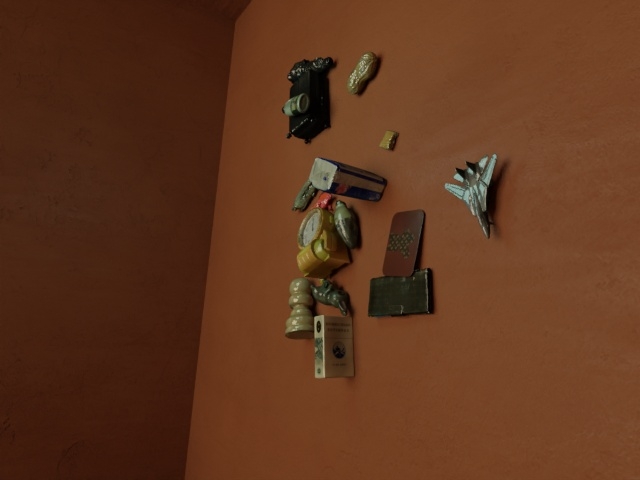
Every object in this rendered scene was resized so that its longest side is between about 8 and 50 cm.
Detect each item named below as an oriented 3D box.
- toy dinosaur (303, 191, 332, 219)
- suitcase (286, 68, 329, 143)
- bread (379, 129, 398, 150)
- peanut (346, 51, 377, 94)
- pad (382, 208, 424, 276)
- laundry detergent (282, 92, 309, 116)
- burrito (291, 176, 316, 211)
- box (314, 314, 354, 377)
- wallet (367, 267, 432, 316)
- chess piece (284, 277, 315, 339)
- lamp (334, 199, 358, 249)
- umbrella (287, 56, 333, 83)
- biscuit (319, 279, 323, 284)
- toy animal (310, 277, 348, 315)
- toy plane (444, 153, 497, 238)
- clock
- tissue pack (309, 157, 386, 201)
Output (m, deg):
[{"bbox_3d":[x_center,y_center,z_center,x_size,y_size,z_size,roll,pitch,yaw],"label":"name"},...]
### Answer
[{"bbox_3d":[-0.015,-0.187,2.221,0.286,0.070,0.138,-35,43,52],"label":"toy dinosaur"},{"bbox_3d":[-0.070,-0.739,2.351,0.230,0.152,0.334,-23,63,52],"label":"suitcase"},{"bbox_3d":[0.292,-0.430,1.824,0.070,0.035,0.083,31,101,55],"label":"bread"},{"bbox_3d":[0.196,-0.786,2.017,0.098,0.090,0.214,51,131,14],"label":"peanut"},{"bbox_3d":[0.319,0.010,1.660,0.181,0.004,0.266,-4,70,58],"label":"pad"},{"bbox_3d":[-0.140,-0.708,2.252,0.226,0.070,0.098,11,97,59],"label":"laundry detergent"},{"bbox_3d":[-0.072,-0.265,2.312,0.309,0.066,0.096,-52,37,36],"label":"burrito"},{"bbox_3d":[0.060,0.455,1.831,0.069,0.164,0.256,-22,64,51],"label":"box"},{"bbox_3d":[0.300,0.208,1.638,0.317,0.044,0.168,-19,62,52],"label":"wallet"},{"bbox_3d":[-0.096,0.333,2.137,0.167,0.167,0.299,-37,45,47],"label":"chess piece"},{"bbox_3d":[0.117,-0.073,1.940,0.101,0.101,0.249,-41,52,45],"label":"lamp"},{"bbox_3d":[-0.045,-0.974,2.414,0.337,0.128,0.154,-10,58,43],"label":"umbrella"},{"bbox_3d":[-0.039,0.114,2.199,0.048,0.026,0.291,-58,39,25],"label":"biscuit"},{"bbox_3d":[0.066,0.263,1.951,0.236,0.108,0.138,28,144,38],"label":"toy animal"},{"bbox_3d":[0.514,-0.129,1.368,0.212,0.088,0.267,-35,62,49],"label":"toy plane"},{"bbox_3d":[0.000,0.000,2.030,0.244,0.201,0.316,-39,43,42],"label":"clock"},{"bbox_3d":[0.113,-0.255,1.835,0.209,0.270,0.137,33,108,55],"label":"tissue pack"}]
